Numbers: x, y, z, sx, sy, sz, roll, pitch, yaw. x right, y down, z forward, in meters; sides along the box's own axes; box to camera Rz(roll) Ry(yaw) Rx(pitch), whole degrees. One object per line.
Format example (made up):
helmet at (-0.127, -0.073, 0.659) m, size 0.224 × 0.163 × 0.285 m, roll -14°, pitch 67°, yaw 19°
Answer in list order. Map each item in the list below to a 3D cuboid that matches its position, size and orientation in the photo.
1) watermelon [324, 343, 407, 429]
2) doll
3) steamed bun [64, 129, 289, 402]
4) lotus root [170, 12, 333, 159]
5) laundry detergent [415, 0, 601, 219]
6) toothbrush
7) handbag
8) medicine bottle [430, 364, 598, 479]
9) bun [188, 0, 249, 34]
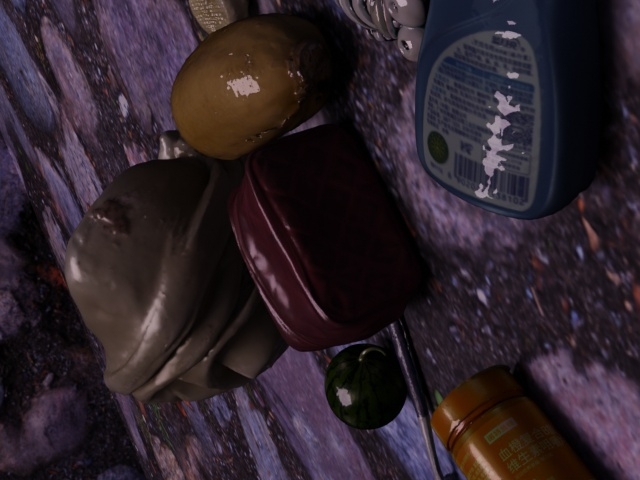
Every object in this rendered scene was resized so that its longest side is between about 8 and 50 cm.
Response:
watermelon at (0.049, 0.164, 1.397) m, size 0.109 × 0.109 × 0.109 m, roll 51°, pitch 155°, yaw 35°
doll at (0.067, -0.197, 1.010) m, size 0.219 × 0.067 × 0.091 m, roll 33°, pitch 147°, yaw 53°
steamed bun at (-0.128, 0.043, 1.489) m, size 0.219 × 0.310 × 0.324 m, roll 17°, pitch 134°, yaw 25°
lotus root at (-0.079, -0.164, 1.293) m, size 0.131 × 0.146 × 0.303 m, roll 61°, pitch 156°, yaw -5°
laundry detergent at (0.134, -0.160, 0.856) m, size 0.143 × 0.094 × 0.290 m, roll 33°, pitch 139°, yaw 37°
toothbrush at (0.110, 0.175, 1.372) m, size 0.024 × 0.026 × 0.288 m, roll -8°, pitch 105°, yaw 42°
handbag at (0.000, 0.000, 1.276) m, size 0.225 × 0.146 × 0.135 m, roll 62°, pitch 157°, yaw 10°
medicine bottle at (0.191, 0.215, 1.113) m, size 0.192 × 0.096 × 0.096 m, roll 55°, pitch 157°, yaw 30°
bun at (-0.110, -0.273, 1.382) m, size 0.086 × 0.055 × 0.086 m, roll 38°, pitch 150°, yaw 27°
